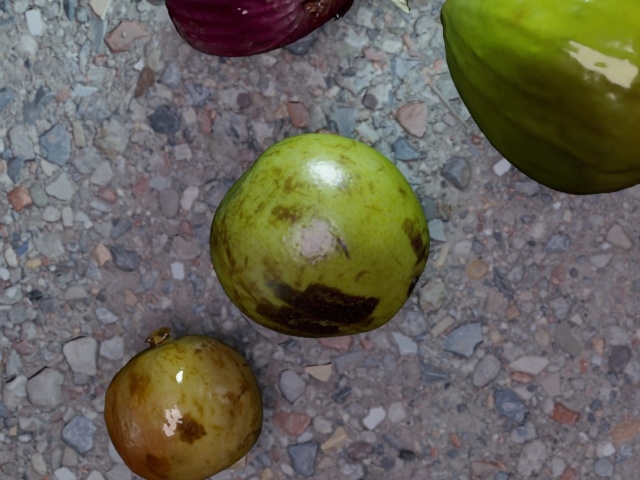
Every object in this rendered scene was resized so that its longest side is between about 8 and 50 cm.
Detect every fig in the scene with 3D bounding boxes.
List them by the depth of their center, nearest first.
[{"bbox_3d":[0.309,-0.227,1.754,0.343,0.343,0.343,2,101,8],"label":"fig"}]

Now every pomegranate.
[{"bbox_3d":[-0.189,0.220,1.958,0.215,0.215,0.215,2,101,8],"label":"pomegranate"}]

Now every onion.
[{"bbox_3d":[-0.087,-0.357,1.810,0.272,0.230,0.256,-17,89,34],"label":"onion"}]

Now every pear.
[{"bbox_3d":[0.000,0.000,1.864,0.283,0.283,0.284,2,101,8],"label":"pear"}]
